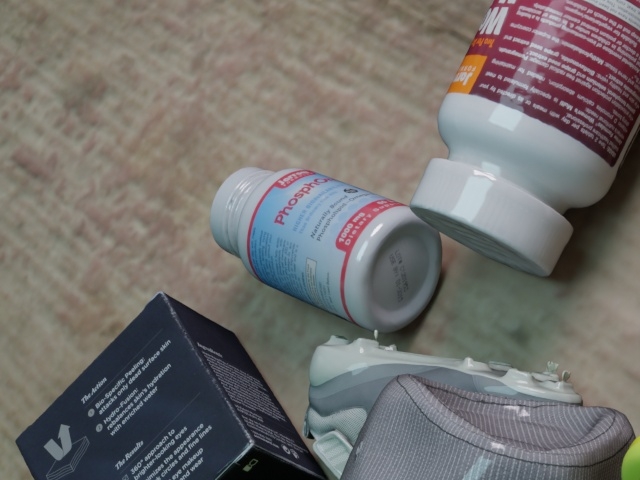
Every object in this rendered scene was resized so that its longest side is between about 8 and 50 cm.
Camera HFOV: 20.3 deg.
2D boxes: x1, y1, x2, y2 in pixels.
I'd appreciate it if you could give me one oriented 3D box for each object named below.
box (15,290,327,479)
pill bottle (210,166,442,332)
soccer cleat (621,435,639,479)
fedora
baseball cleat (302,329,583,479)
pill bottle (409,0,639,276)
[{"bbox_3d":[-0.105,0.150,1.233,0.156,0.093,0.158,-45,50,11],"label":"box"},{"bbox_3d":[0.000,0.000,1.231,0.160,0.087,0.087,22,82,42],"label":"pill bottle"},{"bbox_3d":[0.285,0.149,0.865,0.289,0.093,0.121,24,58,5],"label":"soccer cleat"},{"bbox_3d":[0.094,0.144,0.963,0.244,0.275,0.124,12,97,7],"label":"fedora"},{"bbox_3d":[0.075,0.119,1.139,0.206,0.072,0.109,8,87,44],"label":"baseball cleat"},{"bbox_3d":[0.149,-0.097,1.141,0.121,0.121,0.221,22,83,42],"label":"pill bottle"}]
